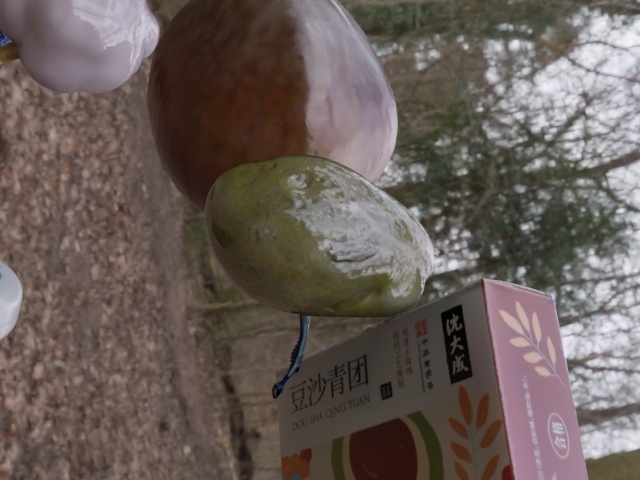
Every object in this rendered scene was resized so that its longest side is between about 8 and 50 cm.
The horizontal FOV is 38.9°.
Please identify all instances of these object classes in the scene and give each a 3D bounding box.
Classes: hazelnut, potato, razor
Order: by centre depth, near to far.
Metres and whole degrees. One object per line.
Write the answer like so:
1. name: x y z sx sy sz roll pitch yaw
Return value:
1. potato: 0.000 0.000 0.885 0.178 0.235 0.160 -86 -164 -53
2. razor: -0.027 0.098 0.992 0.044 0.028 0.154 94 6 -81
3. hazelnut: -0.064 -0.212 1.317 0.359 0.359 0.409 92 -17 -52

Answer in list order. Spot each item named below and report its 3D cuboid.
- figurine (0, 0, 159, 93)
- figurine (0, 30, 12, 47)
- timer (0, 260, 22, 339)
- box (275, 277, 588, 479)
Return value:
1. figurine: -0.170 -0.196 0.698 0.112 0.229 0.137 37 2 37
2. figurine: -0.593 -0.347 1.522 0.164 0.262 0.120 32 -46 11
3. timer: -0.462 0.048 0.940 0.262 0.237 0.087 28 -66 20
4. box: 0.108 0.280 0.941 0.344 0.122 0.385 -31 -125 44
